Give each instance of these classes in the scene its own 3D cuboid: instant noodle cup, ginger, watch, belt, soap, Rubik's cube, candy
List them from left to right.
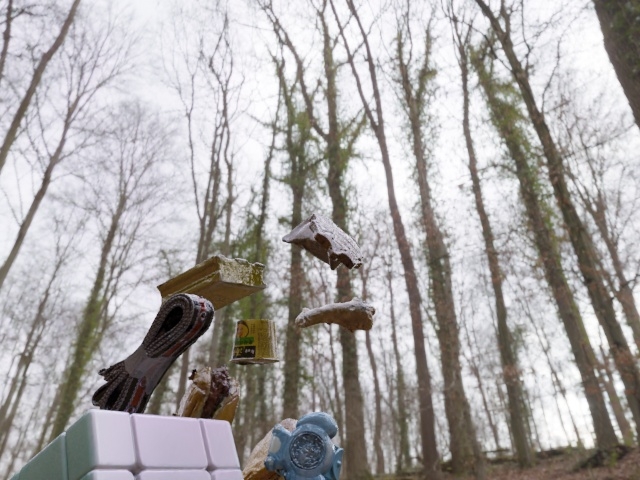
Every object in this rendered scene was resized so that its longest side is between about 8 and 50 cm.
[{"bbox_3d":[-0.334,0.516,1.056,0.322,0.316,0.319,-41,-39,22],"label":"Rubik's cube"},{"bbox_3d":[-0.378,0.264,1.374,0.359,0.126,0.094,-48,-37,11],"label":"belt"},{"bbox_3d":[-0.338,0.145,1.868,0.315,0.091,0.199,-26,-28,35],"label":"soap"},{"bbox_3d":[-0.193,0.298,1.773,0.151,0.122,0.151,-3,-16,-1],"label":"instant noodle cup"},{"bbox_3d":[-0.038,0.560,1.559,0.211,0.211,0.193,-1,-33,1],"label":"watch"},{"bbox_3d":[0.000,0.000,1.927,0.143,0.271,0.101,-38,-50,-23],"label":"candy"},{"bbox_3d":[0.053,0.267,2.078,0.294,0.131,0.086,-6,-34,-21],"label":"ginger"}]

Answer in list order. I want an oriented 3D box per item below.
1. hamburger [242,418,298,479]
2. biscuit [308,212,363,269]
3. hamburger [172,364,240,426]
[{"bbox_3d":[-0.145,0.750,2.042,0.170,0.314,0.290,46,-59,-8],"label":"hamburger"},{"bbox_3d":[0.043,0.003,1.575,0.182,0.215,0.034,40,-74,-10],"label":"biscuit"},{"bbox_3d":[-0.324,0.508,1.647,0.155,0.245,0.282,22,-54,-17],"label":"hamburger"}]
